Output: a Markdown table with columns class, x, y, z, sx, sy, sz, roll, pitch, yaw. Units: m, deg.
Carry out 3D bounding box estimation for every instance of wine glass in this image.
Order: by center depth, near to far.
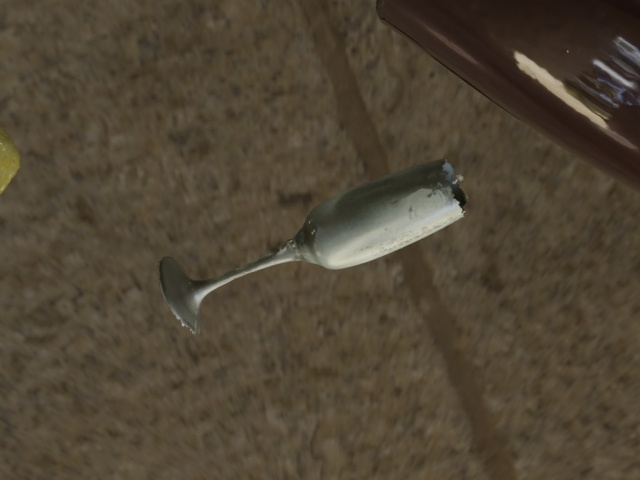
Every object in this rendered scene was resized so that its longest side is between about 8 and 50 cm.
| class | x | y | z | sx | sy | sz | roll | pitch | yaw |
| --- | --- | --- | --- | --- | --- | --- | --- | --- | --- |
| wine glass | 0.000 | 0.000 | 1.361 | 0.262 | 0.074 | 0.074 | -22 | 77 | 12 |

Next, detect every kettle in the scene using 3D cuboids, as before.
| class | x | y | z | sx | sy | sz | roll | pitch | yaw |
| --- | --- | --- | --- | --- | --- | --- | --- | --- | --- |
| kettle | 0.167 | -0.095 | 0.777 | 0.232 | 0.202 | 0.144 | 39 | 117 | 12 |

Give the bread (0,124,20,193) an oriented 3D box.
| class | x | y | z | sx | sy | sz | roll | pitch | yaw |
| --- | --- | --- | --- | --- | --- | --- | --- | --- | --- |
| bread | -0.386 | -0.043 | 1.394 | 0.270 | 0.270 | 0.148 | -39 | 87 | -8 |
